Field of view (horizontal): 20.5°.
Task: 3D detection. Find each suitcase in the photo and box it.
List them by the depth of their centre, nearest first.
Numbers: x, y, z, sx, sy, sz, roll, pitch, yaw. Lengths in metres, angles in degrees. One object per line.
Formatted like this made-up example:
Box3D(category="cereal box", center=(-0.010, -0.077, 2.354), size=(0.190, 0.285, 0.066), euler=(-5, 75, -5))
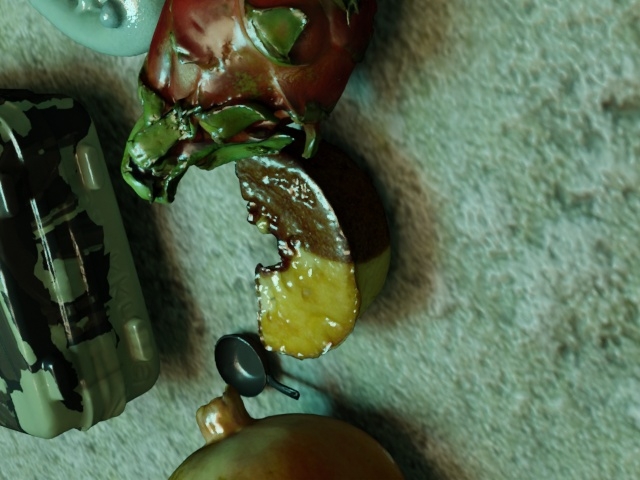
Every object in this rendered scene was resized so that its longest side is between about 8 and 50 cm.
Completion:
Box3D(category="suitcase", center=(-0.330, 0.010, 1.812), size=(0.339, 0.194, 0.351), euler=(6, 115, 49))

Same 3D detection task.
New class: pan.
Box3D(category="pan", center=(-0.057, 0.129, 1.737), size=(0.115, 0.023, 0.068), euler=(24, 127, 36))

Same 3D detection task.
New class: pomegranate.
Box3D(category="pomegranate", center=(-0.043, 0.264, 1.639), size=(0.270, 0.252, 0.229), euler=(61, 158, -4))

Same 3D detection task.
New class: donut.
Box3D(category="donut", center=(0.000, 0.002, 1.570), size=(0.141, 0.085, 0.217), euler=(18, 125, 35))

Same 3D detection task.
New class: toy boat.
Box3D(category="toy boat", center=(-0.220, -0.242, 1.649), size=(0.208, 0.079, 0.134), euler=(33, 129, 28))

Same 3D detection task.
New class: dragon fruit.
Box3D(category="dragon fruit", center=(-0.055, -0.144, 1.429), size=(0.198, 0.269, 0.200), euler=(33, 170, -24))
